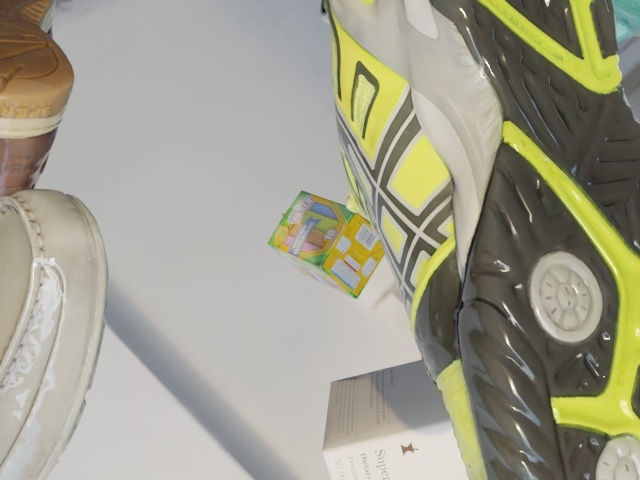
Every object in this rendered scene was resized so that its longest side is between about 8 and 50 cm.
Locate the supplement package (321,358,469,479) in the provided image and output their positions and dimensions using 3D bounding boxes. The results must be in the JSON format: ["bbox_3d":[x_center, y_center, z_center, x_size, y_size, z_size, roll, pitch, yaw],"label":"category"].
[{"bbox_3d":[0.167,0.216,0.860,0.293,0.177,0.175,-16,-169,6],"label":"supplement package"}]

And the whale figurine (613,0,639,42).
[{"bbox_3d":[0.472,-0.410,1.319,0.141,0.272,0.216,-41,146,-73],"label":"whale figurine"}]

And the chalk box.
[{"bbox_3d":[0.000,0.000,1.644,0.132,0.213,0.132,40,77,-41],"label":"chalk box"}]

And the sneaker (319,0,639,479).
[{"bbox_3d":[0.090,-0.015,0.443,0.145,0.384,0.147,1,162,-27],"label":"sneaker"}]

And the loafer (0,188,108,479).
[{"bbox_3d":[-0.212,0.110,0.434,0.111,0.112,0.319,17,110,-46],"label":"loafer"}]

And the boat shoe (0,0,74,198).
[{"bbox_3d":[-0.263,-0.125,0.672,0.123,0.342,0.123,-2,121,-27],"label":"boat shoe"}]
